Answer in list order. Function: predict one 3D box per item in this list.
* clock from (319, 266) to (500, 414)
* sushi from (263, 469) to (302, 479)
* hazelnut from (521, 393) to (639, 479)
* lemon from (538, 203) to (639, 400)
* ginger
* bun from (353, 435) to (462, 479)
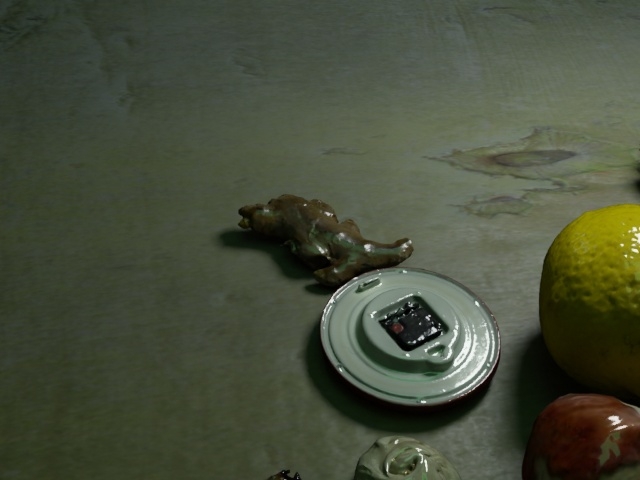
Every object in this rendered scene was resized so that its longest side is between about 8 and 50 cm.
[{"bbox_3d":[0.156,0.163,1.698,0.318,0.080,0.318,2,43,-2],"label":"clock"},{"bbox_3d":[-0.056,0.395,1.424,0.098,0.094,0.084,-23,48,-26],"label":"sushi"},{"bbox_3d":[0.426,0.332,1.426,0.261,0.241,0.261,39,12,-10],"label":"hazelnut"},{"bbox_3d":[0.514,0.099,1.626,0.336,0.336,0.336,2,43,-2],"label":"lemon"},{"bbox_3d":[-0.002,-0.001,1.866,0.333,0.080,0.166,29,63,15],"label":"ginger"},{"bbox_3d":[0.136,0.365,1.465,0.183,0.102,0.183,4,44,-4],"label":"bun"}]
